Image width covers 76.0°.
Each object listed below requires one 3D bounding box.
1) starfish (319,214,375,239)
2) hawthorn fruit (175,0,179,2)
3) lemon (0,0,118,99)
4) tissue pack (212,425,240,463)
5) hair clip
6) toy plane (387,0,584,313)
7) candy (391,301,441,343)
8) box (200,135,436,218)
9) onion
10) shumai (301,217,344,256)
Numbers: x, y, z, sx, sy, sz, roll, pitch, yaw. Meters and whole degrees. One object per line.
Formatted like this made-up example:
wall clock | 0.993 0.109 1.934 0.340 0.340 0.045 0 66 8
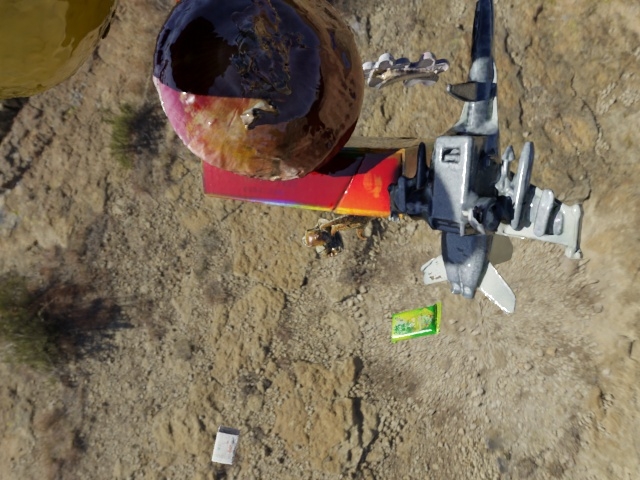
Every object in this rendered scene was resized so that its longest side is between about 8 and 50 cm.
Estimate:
starfish | 0.109 -0.064 1.097 0.238 0.213 0.057 -47 57 46
hawthorn fruit | -0.258 -0.620 0.944 0.179 0.179 0.200 58 139 20
lemon | -0.271 -0.226 0.280 0.310 0.253 0.254 16 86 55
tissue pack | -0.239 0.518 1.036 0.056 0.023 0.108 14 114 -6
hair clip | 0.245 -0.489 1.193 0.256 0.146 0.075 -12 74 -12
toy plane | 0.126 -0.071 0.353 0.192 0.088 0.262 16 121 51
candy | 0.289 0.251 1.250 0.178 0.032 0.102 -23 46 39
box | 0.006 -0.108 0.613 0.313 0.197 0.089 8 109 28
onion | -0.064 -0.176 0.426 0.229 0.163 0.230 0 92 2
shumai | -0.001 -0.004 1.390 0.145 0.116 0.146 32 131 46
